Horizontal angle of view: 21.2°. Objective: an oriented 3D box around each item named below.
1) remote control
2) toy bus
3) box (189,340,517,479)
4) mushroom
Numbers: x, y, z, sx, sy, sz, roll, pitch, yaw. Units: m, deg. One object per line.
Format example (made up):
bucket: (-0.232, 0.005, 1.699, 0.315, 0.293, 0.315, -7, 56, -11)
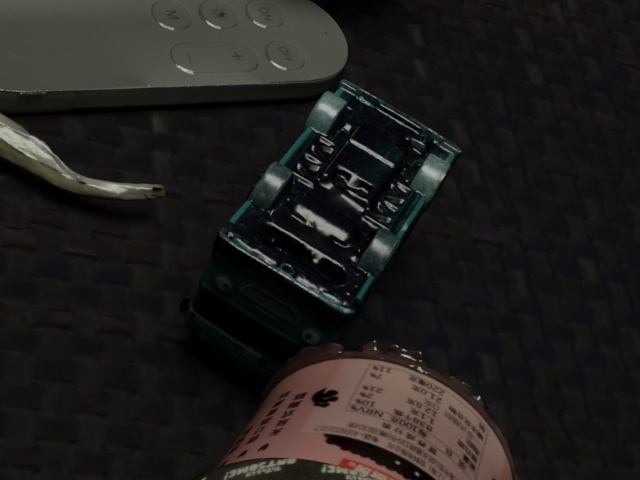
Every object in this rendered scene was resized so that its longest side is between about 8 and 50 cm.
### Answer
remote control: (-0.095, -0.105, 0.940, 0.245, 0.022, 0.077, -5, 52, -30)
toy bus: (0.000, 0.000, 0.845, 0.079, 0.092, 0.160, 31, 39, 4)
box: (0.011, 0.125, 0.705, 0.151, 0.151, 0.135, 29, 37, 0)
mushroom: (-0.226, -0.061, 0.828, 0.306, 0.043, 0.068, 6, 66, -23)
